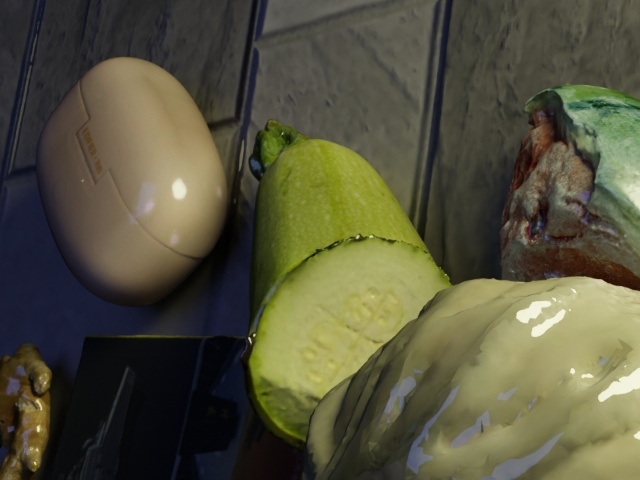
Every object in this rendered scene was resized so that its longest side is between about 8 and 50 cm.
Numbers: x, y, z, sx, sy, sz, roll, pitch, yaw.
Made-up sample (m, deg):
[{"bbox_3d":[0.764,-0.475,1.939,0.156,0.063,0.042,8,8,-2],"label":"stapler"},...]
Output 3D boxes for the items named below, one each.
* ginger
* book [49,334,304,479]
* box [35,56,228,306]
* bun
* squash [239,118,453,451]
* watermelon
[{"bbox_3d":[-0.267,0.142,1.432,0.176,0.052,0.193,-51,51,17],"label":"ginger"},{"bbox_3d":[-0.071,0.191,1.221,0.374,0.028,0.262,-3,68,46],"label":"book"},{"bbox_3d":[-0.142,-0.045,1.355,0.146,0.088,0.200,-46,46,21],"label":"box"},{"bbox_3d":[0.102,0.177,0.907,0.360,0.211,0.359,-20,60,39],"label":"bun"},{"bbox_3d":[0.016,-0.003,1.156,0.137,0.137,0.287,-44,25,24],"label":"squash"},{"bbox_3d":[0.153,-0.011,1.052,0.139,0.071,0.187,-51,44,23],"label":"watermelon"}]
